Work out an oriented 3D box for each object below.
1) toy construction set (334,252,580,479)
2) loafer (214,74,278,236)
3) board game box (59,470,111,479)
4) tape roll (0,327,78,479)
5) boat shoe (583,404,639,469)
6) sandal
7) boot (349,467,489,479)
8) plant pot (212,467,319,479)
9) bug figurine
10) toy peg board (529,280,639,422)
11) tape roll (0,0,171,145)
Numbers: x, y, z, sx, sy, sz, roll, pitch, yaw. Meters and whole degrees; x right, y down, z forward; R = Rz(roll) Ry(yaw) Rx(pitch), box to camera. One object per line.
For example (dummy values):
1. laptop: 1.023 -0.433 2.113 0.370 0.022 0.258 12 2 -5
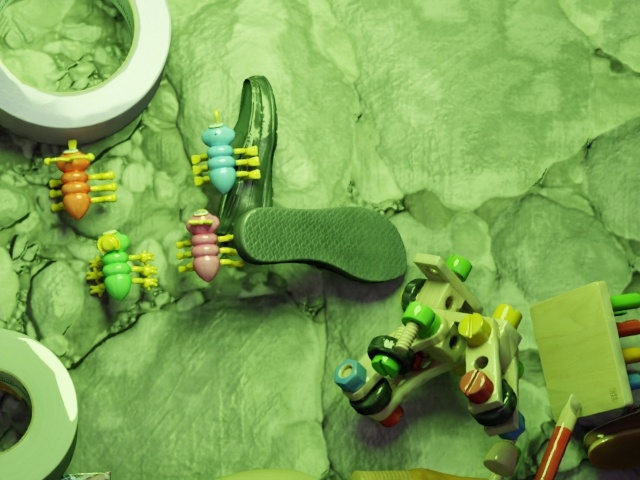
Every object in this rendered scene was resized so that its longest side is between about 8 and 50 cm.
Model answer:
1. toy construction set: 0.201 0.144 1.916 0.309 0.257 0.237 36 61 -13
2. loafer: -0.101 -0.109 1.978 0.078 0.076 0.223 6 81 -16
3. board game box: -0.376 0.370 1.848 0.243 0.042 0.165 0 78 -10
4. tape roll: -0.404 0.219 1.833 0.219 0.072 0.219 4 62 -8
5. boat shoe: 0.440 0.250 2.006 0.207 0.073 0.073 -7 42 -14
6. sandal: 0.000 -0.001 1.962 0.254 0.054 0.097 11 77 -29
7. boot: 0.143 0.420 1.866 0.211 0.104 0.295 10 60 -19
8. plant pot: -0.061 0.384 1.806 0.284 0.284 0.191 43 46 1
9. bug figurine: -0.210 -0.041 1.913 0.279 0.072 0.216 -11 87 5
10. toy peg board: 0.363 0.143 1.970 0.079 0.161 0.160 -7 79 -26
11. tape roll: -0.334 -0.266 1.965 0.275 0.090 0.275 2 77 -10
